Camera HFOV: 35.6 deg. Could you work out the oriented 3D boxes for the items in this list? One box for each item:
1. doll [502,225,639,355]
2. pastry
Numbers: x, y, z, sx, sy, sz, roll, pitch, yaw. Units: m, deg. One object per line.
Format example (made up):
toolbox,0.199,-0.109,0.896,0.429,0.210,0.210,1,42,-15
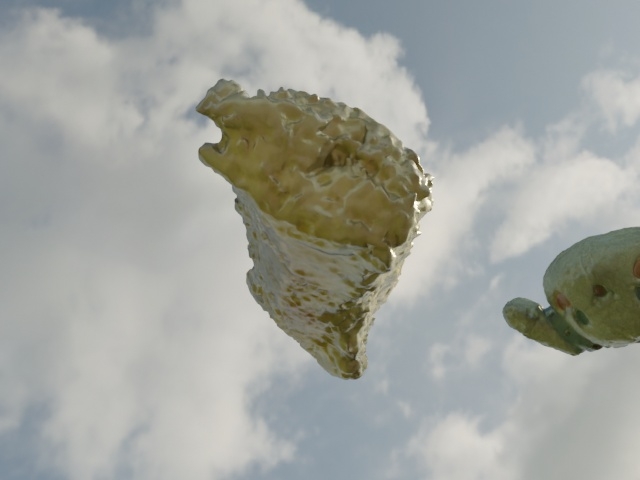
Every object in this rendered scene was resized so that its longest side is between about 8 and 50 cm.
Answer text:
doll,0.266,0.043,0.896,0.214,0.071,0.103,-27,-89,31
pastry,0.004,0.004,0.585,0.089,0.121,0.258,-41,-19,-12
